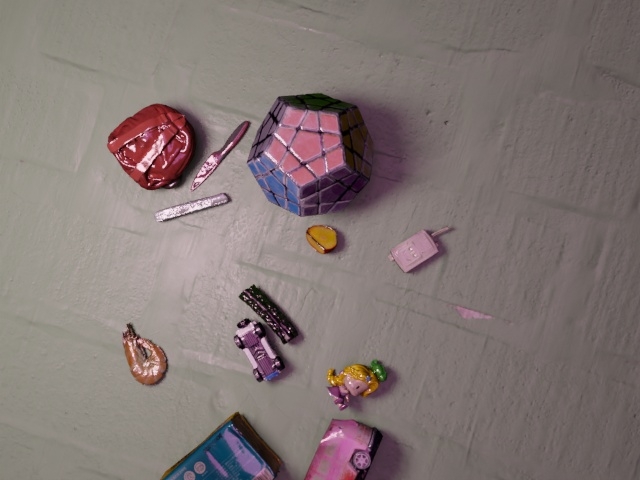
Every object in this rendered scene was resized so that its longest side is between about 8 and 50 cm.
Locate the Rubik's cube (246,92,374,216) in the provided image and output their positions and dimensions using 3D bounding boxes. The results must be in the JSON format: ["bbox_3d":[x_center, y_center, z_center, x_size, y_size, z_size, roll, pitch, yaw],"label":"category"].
[{"bbox_3d":[-0.022,-0.214,1.406,0.319,0.319,0.264,44,66,4],"label":"Rubik's cube"}]

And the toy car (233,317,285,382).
[{"bbox_3d":[-0.164,0.285,1.495,0.080,0.070,0.170,-31,88,3],"label":"toy car"}]

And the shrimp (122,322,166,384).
[{"bbox_3d":[-0.483,0.304,1.532,0.099,0.041,0.180,-26,86,2],"label":"shrimp"}]

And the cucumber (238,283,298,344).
[{"bbox_3d":[-0.135,0.196,1.505,0.058,0.058,0.187,-45,86,1],"label":"cucumber"}]

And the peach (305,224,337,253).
[{"bbox_3d":[0.000,0.000,1.504,0.083,0.050,0.077,7,65,-5],"label":"peach"}]

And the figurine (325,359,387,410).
[{"bbox_3d":[0.088,0.355,1.475,0.156,0.094,0.115,-32,47,-2],"label":"figurine"}]

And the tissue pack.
[{"bbox_3d":[-0.260,0.603,1.458,0.271,0.134,0.192,-40,85,1],"label":"tissue pack"}]

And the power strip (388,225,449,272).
[{"bbox_3d":[0.265,0.015,1.490,0.175,0.042,0.075,-34,85,2],"label":"power strip"}]

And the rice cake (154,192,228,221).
[{"bbox_3d":[-0.352,-0.091,1.542,0.208,0.033,0.033,-16,97,2],"label":"rice cake"}]

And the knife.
[{"bbox_3d":[-0.280,-0.233,1.550,0.035,0.018,0.247,41,92,2],"label":"knife"}]

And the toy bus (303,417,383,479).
[{"bbox_3d":[0.040,0.603,1.440,0.147,0.127,0.302,22,89,8],"label":"toy bus"}]

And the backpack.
[{"bbox_3d":[-0.436,-0.256,1.500,0.229,0.139,0.229,0,90,8],"label":"backpack"}]
